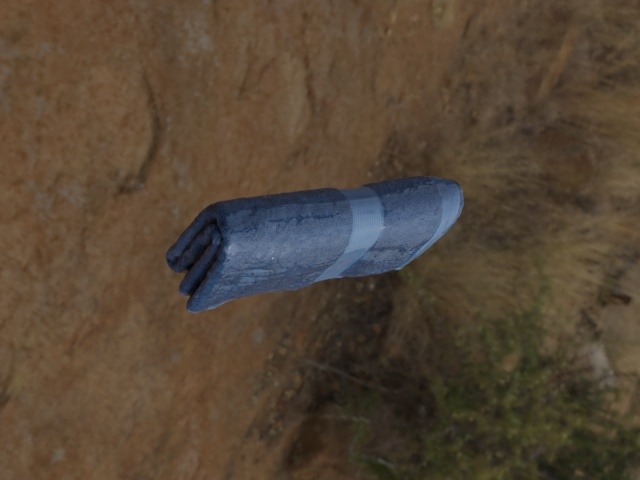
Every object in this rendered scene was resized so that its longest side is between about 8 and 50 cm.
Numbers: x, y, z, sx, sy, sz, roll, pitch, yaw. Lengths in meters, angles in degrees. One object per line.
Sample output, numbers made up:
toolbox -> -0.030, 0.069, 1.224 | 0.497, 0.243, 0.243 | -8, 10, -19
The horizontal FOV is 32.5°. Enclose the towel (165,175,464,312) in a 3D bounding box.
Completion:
towel -> 0.000, 0.000, 0.464 | 0.119, 0.029, 0.067 | -8, 160, -29
